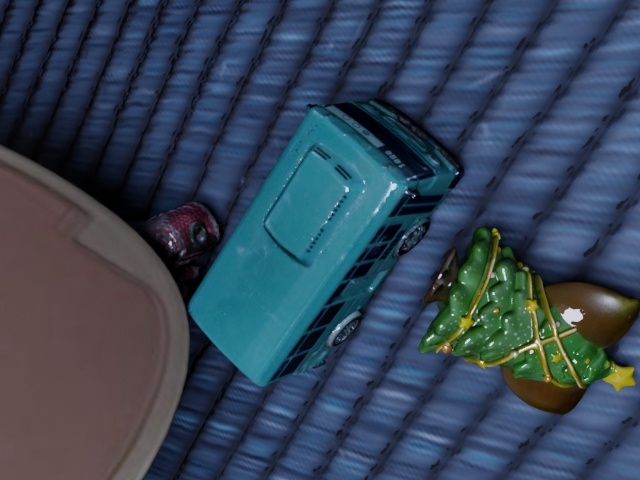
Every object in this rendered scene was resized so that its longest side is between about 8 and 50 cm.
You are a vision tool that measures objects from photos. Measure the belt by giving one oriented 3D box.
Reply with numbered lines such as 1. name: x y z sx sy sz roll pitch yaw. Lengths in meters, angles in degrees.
1. belt: -0.173 0.012 0.566 0.232 0.053 0.071 -1 96 33

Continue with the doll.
1. doll: 0.103 0.047 0.386 0.113 0.077 0.078 36 117 24

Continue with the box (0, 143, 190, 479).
1. box: -0.241 0.107 0.456 0.301 0.301 0.216 49 145 19

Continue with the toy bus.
1. toy bus: 0.000 0.000 0.436 0.079 0.092 0.160 44 114 20
